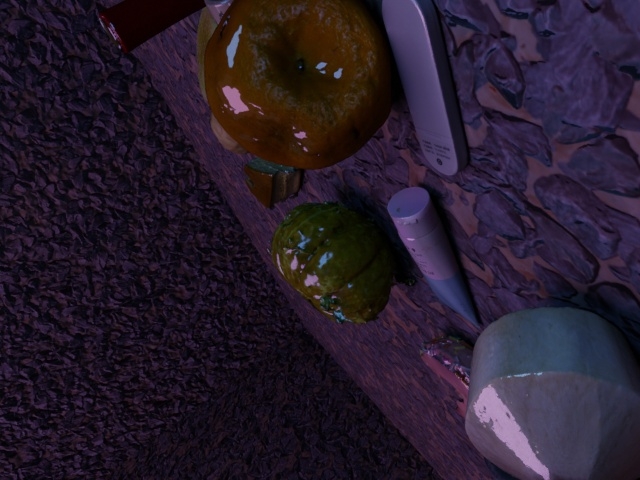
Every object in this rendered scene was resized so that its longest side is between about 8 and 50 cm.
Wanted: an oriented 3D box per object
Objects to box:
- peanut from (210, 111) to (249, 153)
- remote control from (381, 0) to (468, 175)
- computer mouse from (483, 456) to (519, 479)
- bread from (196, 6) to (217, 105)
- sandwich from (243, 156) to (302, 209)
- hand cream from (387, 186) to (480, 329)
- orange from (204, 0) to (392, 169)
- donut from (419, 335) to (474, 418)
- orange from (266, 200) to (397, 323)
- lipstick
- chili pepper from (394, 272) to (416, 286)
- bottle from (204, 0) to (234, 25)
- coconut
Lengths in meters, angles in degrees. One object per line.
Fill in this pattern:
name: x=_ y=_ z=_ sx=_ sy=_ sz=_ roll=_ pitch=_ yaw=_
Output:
peanut: x=-0.199 y=-0.296 z=1.191 sx=0.147 sy=0.148 sz=0.319 roll=56 pitch=170 yaw=-6
remote control: x=0.128 y=-0.181 z=0.582 sx=0.077 sy=0.022 sz=0.244 roll=41 pitch=163 yaw=52
computer mouse: x=0.414 y=0.445 z=0.840 sx=0.203 sy=0.114 sz=0.374 roll=25 pitch=165 yaw=-3
bread: x=-0.243 y=-0.407 z=1.068 sx=0.228 sy=0.034 sz=0.228 roll=174 pitch=90 yaw=-66
sandwich: x=-0.118 y=-0.178 z=1.261 sx=0.128 sy=0.122 sz=0.235 roll=49 pitch=164 yaw=6
hand cream: x=0.205 y=0.041 z=0.835 sx=0.111 sy=0.070 sz=0.312 roll=37 pitch=167 yaw=48
orange: x=-0.033 y=-0.213 z=0.646 sx=0.248 sy=0.249 sz=0.183 roll=57 pitch=-177 yaw=-12
donut: x=0.316 y=0.301 z=1.017 sx=0.232 sy=0.085 sz=0.199 roll=56 pitch=168 yaw=-8
orange: x=0.038 y=0.048 z=1.064 sx=0.300 sy=0.223 sz=0.301 roll=45 pitch=171 yaw=18
lipstick: x=-0.283 y=-0.436 z=0.893 sx=0.080 sy=0.241 sz=0.080 roll=50 pitch=167 yaw=16
chili pepper: x=0.188 y=0.089 z=1.076 sx=0.027 sy=0.022 sz=0.083 roll=23 pitch=177 yaw=-21
bottle: x=-0.126 y=-0.375 z=0.848 sx=0.099 sy=0.099 sz=0.152 roll=44 pitch=170 yaw=39
coconut: x=0.273 y=0.193 z=0.564 sx=0.202 sy=0.202 sz=0.222 roll=58 pitch=-149 yaw=-18
